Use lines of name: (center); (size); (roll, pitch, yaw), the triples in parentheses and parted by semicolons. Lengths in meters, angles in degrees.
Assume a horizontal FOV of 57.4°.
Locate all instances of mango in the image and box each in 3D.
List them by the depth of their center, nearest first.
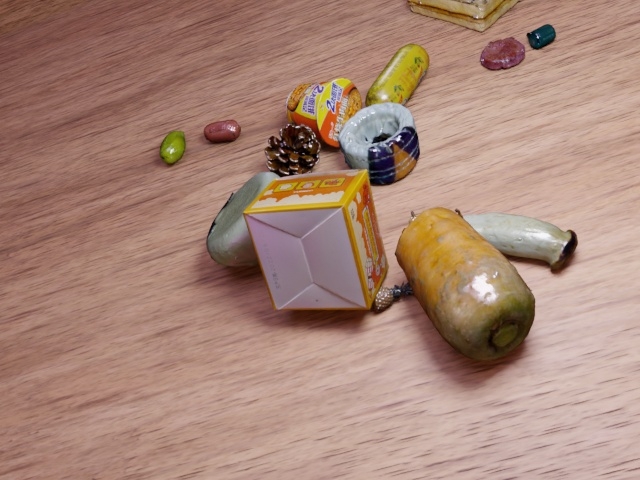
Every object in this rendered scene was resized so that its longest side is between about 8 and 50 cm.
mango: (-0.518, -0.333, 2.078); (0.091, 0.074, 0.165); (-11, 38, 18)

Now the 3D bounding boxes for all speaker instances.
speaker: (0.703, -0.664, 1.886); (0.075, 0.060, 0.094); (-28, 48, -5)

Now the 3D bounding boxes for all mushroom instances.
mushroom: (0.454, -0.016, 1.438); (0.333, 0.087, 0.107); (16, 60, 33)

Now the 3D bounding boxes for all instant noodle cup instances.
instant noodle cup: (0.004, -0.413, 1.867); (0.174, 0.213, 0.213); (17, 60, 42)

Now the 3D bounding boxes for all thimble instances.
thimble: (0.170, -0.286, 1.722); (0.237, 0.150, 0.237); (-12, 49, 14)

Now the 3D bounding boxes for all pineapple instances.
pineapple: (0.184, 0.132, 1.449); (0.124, 0.058, 0.058); (-16, 47, -11)

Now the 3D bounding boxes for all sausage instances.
sausage: (0.251, -0.515, 1.895); (0.123, 0.123, 0.347); (17, 61, 31)
sausage: (-0.344, -0.381, 2.048); (0.141, 0.076, 0.076); (-1, 52, 18)

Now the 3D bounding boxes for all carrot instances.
carrot: (0.316, 0.096, 1.307); (0.224, 0.224, 0.341); (-30, 44, -4)

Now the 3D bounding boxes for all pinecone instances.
pinecone: (-0.084, -0.266, 1.787); (0.149, 0.195, 0.179); (-2, 65, -36)

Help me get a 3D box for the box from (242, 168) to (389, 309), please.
box: (0.000, 0.000, 1.425); (0.259, 0.284, 0.214); (-4, 29, 22)

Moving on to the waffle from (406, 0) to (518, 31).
waffle: (0.515, -0.900, 2.115); (0.261, 0.114, 0.376); (-41, 50, -15)

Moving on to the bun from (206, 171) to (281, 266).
bun: (-0.171, -0.039, 1.630); (0.293, 0.187, 0.293); (-38, 29, 26)

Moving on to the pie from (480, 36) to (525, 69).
pie: (0.590, -0.609, 1.898); (0.153, 0.038, 0.154); (-11, 47, 12)
